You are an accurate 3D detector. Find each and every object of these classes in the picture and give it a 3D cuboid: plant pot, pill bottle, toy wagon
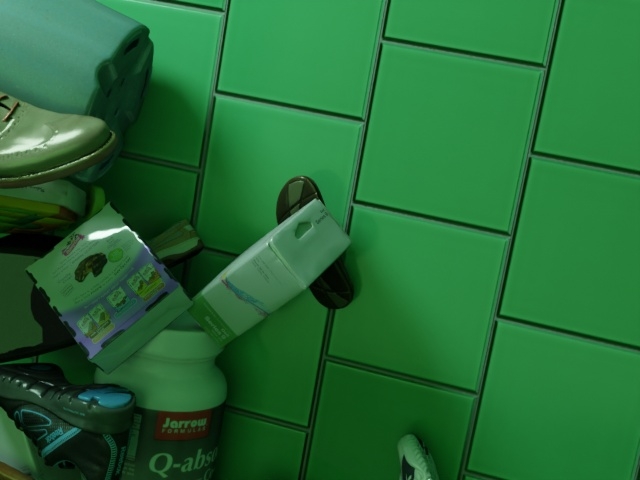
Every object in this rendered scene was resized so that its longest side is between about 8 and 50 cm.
[{"bbox_3d":[-0.430,0.086,1.735,0.166,0.188,0.188,-2,97,3],"label":"plant pot"},{"bbox_3d":[-0.451,-0.263,1.623,0.334,0.341,0.341,21,103,4],"label":"plant pot"},{"bbox_3d":[-0.260,0.289,1.689,0.210,0.210,0.363,13,102,14],"label":"pill bottle"},{"bbox_3d":[-0.511,-0.058,1.688,0.344,0.267,0.068,-12,72,53],"label":"toy wagon"}]

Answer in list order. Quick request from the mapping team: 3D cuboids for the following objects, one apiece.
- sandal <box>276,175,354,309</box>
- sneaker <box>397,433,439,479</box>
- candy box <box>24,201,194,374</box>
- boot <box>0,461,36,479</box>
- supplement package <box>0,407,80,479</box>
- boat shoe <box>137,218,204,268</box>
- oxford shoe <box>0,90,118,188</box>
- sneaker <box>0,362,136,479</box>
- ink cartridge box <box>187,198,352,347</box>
[{"bbox_3d":[0.000,0.000,1.655,0.090,0.060,0.219,-15,108,33],"label":"sandal"},{"bbox_3d":[0.117,0.423,1.660,0.153,0.094,0.235,-16,103,9],"label":"sneaker"},{"bbox_3d":[-0.310,0.067,1.581,0.165,0.070,0.196,-39,61,-7],"label":"candy box"},{"bbox_3d":[-0.571,0.323,1.692,0.280,0.096,0.264,29,105,10],"label":"boot"},{"bbox_3d":[-0.515,0.396,1.811,0.204,0.145,0.262,-15,94,18],"label":"supplement package"},{"bbox_3d":[-0.281,0.023,1.698,0.072,0.190,0.068,61,152,8],"label":"boat shoe"},{"bbox_3d":[-0.445,-0.152,1.441,0.348,0.123,0.130,0,124,10],"label":"oxford shoe"},{"bbox_3d":[-0.407,0.265,1.600,0.340,0.125,0.140,11,100,44],"label":"sneaker"},{"bbox_3d":[-0.076,0.048,1.586,0.093,0.154,0.212,49,129,-3],"label":"ink cartridge box"}]
